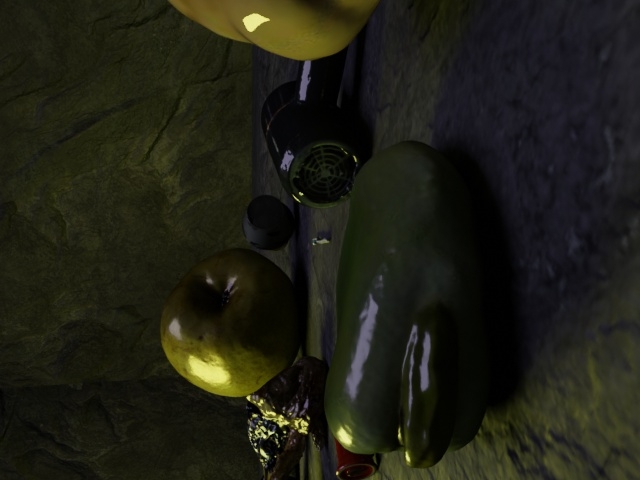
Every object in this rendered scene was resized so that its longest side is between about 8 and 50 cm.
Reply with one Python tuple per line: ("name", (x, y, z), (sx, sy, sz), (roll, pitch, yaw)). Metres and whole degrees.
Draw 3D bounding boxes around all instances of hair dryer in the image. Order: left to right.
("hair dryer", (0.009, -0.224, 0.633), (0.189, 0.107, 0.352), (-111, 27, -55))

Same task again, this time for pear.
("pear", (-0.173, 0.183, 1.210), (0.304, 0.303, 0.304), (178, 90, -80))

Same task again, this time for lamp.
("lamp", (-0.118, -0.032, 1.302), (0.215, 0.121, 0.121), (91, 175, -77))

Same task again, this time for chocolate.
("chocolate", (-0.089, 0.490, 1.187), (0.148, 0.126, 0.344), (-65, -26, -82))

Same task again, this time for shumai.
("shumai", (-0.043, 0.246, 0.927), (0.139, 0.105, 0.123), (31, 97, 46))

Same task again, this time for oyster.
("oyster", (-0.007, 0.309, 0.967), (0.051, 0.034, 0.093), (58, -163, -78))

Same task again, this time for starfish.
("starfish", (-0.041, 0.516, 0.971), (0.398, 0.132, 0.384), (-118, 24, -76))

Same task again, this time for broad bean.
("broad bean", (0.054, 0.036, 0.390), (0.169, 0.100, 0.228), (109, 160, -46))

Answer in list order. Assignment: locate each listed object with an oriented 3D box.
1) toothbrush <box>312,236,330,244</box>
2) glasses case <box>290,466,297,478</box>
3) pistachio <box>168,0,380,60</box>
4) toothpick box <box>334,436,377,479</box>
("toothbrush", (0.000, 0.000, 0.929), (0.131, 0.011, 0.013), (172, 109, -80))
("glasses case", (-0.091, 0.653, 1.366), (0.125, 0.076, 0.328), (163, 104, -78))
("pistachio", (-0.018, -0.282, 0.405), (0.238, 0.229, 0.321), (39, -130, -58))
("toothpick box", (0.035, 0.229, 0.660), (0.083, 0.047, 0.047), (-101, 14, -46))
